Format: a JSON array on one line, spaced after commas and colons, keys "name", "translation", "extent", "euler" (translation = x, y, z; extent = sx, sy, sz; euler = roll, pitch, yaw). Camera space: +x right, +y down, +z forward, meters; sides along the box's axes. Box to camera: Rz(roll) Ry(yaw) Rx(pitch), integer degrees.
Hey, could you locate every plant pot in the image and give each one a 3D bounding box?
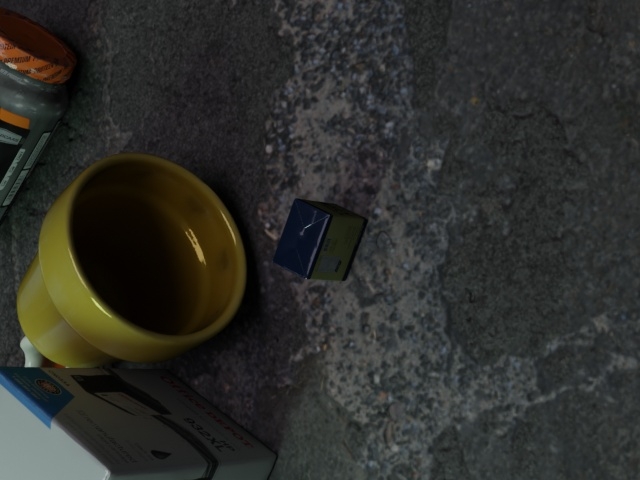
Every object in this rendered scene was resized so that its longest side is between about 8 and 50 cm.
[{"name": "plant pot", "translation": [-0.261, 0.051, 1.579], "extent": [0.239, 0.254, 0.254], "euler": [-33, 68, 44]}]

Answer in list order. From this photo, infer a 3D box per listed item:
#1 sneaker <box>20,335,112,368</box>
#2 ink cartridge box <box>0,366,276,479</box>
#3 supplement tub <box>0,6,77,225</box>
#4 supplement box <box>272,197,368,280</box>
[{"name": "sneaker", "translation": [-0.345, 0.268, 1.681], "extent": [0.126, 0.127, 0.321], "euler": [-16, 80, 32]}, {"name": "ink cartridge box", "translation": [-0.238, 0.259, 1.497], "extent": [0.223, 0.307, 0.129], "euler": [32, 102, 32]}, {"name": "supplement tub", "translation": [-0.485, -0.160, 1.765], "extent": [0.193, 0.193, 0.316], "euler": [44, 110, 29]}, {"name": "supplement box", "translation": [0.000, 0.000, 1.486], "extent": [0.056, 0.083, 0.083], "euler": [27, 102, 33]}]
